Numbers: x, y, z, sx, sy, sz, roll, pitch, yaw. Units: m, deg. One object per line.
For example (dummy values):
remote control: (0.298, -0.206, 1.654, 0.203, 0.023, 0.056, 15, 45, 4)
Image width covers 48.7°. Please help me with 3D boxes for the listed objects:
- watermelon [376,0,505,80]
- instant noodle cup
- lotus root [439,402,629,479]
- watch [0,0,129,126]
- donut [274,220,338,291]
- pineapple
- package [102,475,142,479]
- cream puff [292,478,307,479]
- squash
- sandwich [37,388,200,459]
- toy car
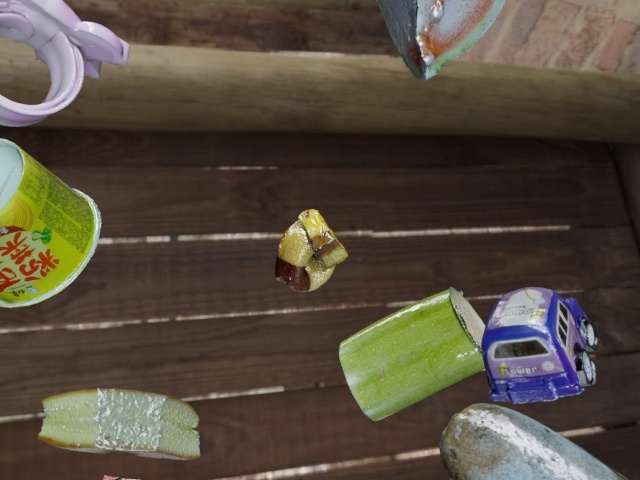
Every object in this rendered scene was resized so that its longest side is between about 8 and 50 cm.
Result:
watermelon: (0.242, -0.490, 1.370, 0.213, 0.289, 0.320, 15, -117, -74)
instant noodle cup: (-0.635, -0.045, 1.416, 0.221, 0.311, 0.311, 64, -171, -54)
lotus root: (0.292, 0.316, 0.872, 0.322, 0.158, 0.140, 25, 83, 40)
watch: (-0.489, -0.293, 1.195, 0.211, 0.248, 0.217, -5, 62, 47)
donut: (-0.026, 0.040, 1.662, 0.073, 0.166, 0.184, 41, 119, 39)
pineapple: (0.000, 0.000, 1.484, 0.137, 0.069, 0.116, 56, 180, -9)
package: (-0.418, 0.565, 1.391, 0.022, 0.083, 0.200, 92, -173, -54)
cream puff: (-0.013, 0.551, 1.282, 0.239, 0.165, 0.239, 9, 104, 40)
squash: (0.276, 0.317, 2.013, 0.263, 0.384, 0.263, 53, -162, -25)
sandwich: (-0.307, 0.289, 1.110, 0.096, 0.258, 0.094, 133, 143, -58)
toy car: (0.378, 0.165, 1.243, 0.158, 0.172, 0.235, 64, -146, -20)
